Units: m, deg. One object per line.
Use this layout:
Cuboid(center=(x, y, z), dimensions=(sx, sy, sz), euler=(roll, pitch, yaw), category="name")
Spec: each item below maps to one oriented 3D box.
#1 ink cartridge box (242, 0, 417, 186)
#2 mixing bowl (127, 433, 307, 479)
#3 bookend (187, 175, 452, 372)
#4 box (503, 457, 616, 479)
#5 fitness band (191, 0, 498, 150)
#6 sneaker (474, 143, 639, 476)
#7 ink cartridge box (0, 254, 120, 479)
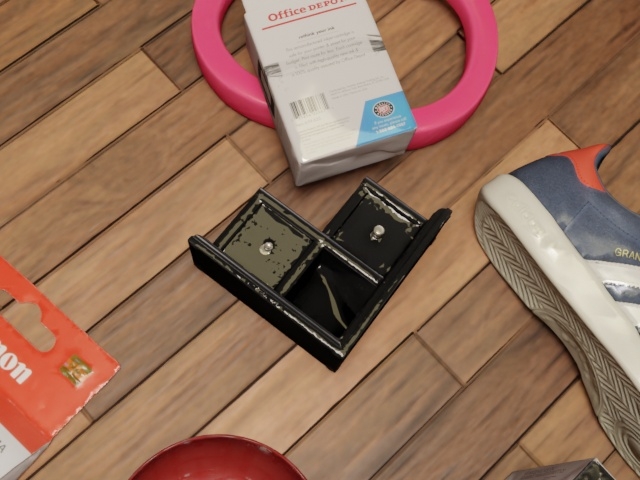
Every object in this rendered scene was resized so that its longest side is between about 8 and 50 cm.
Cuboid(center=(0.000, -0.150, 0.660), dimensions=(0.104, 0.060, 0.180), euler=(-18, 77, -8), category="ink cartridge box")
Cuboid(center=(-0.078, 0.230, 0.557), dimensions=(0.181, 0.098, 0.181), euler=(2, 71, -5), category="mixing bowl")
Cuboid(center=(0.000, 0.000, 0.653), dimensions=(0.156, 0.072, 0.157), euler=(37, 72, 8), category="bookend")
Cuboid(center=(0.230, 0.295, 0.526), dimensions=(0.087, 0.169, 0.290), euler=(-38, 77, -17), category="box")
Cuboid(center=(0.022, -0.194, 0.734), dimensions=(0.291, 0.054, 0.209), euler=(12, 74, 0), category="fitness band")
Cuboid(center=(0.277, 0.068, 0.621), dimensions=(0.148, 0.131, 0.350), euler=(-28, 76, -8), category="sneaker")
Cuboid(center=(-0.309, 0.123, 0.598), dimensions=(0.189, 0.066, 0.232), euler=(40, 77, 9), category="ink cartridge box")
